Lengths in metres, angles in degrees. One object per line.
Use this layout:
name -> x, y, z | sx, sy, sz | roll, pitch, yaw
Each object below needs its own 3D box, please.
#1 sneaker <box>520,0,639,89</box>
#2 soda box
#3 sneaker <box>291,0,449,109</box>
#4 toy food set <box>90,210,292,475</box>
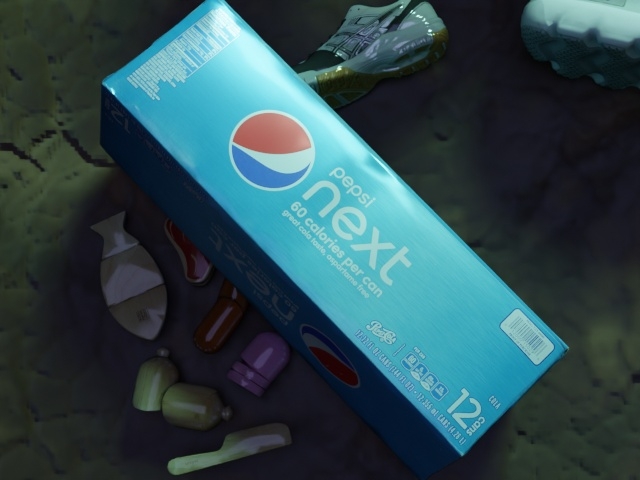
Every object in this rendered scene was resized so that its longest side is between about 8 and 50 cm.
sneaker -> 0.231, -0.108, 0.579 | 0.281, 0.105, 0.115 | 12, 86, 5
soda box -> 0.000, 0.000, 0.595 | 0.067, 0.071, 0.210 | -41, 83, -19
sneaker -> 0.015, -0.086, 0.633 | 0.083, 0.032, 0.037 | -22, 70, -3
toy food set -> -0.053, 0.040, 0.629 | 0.078, 0.019, 0.122 | -15, 76, 2
